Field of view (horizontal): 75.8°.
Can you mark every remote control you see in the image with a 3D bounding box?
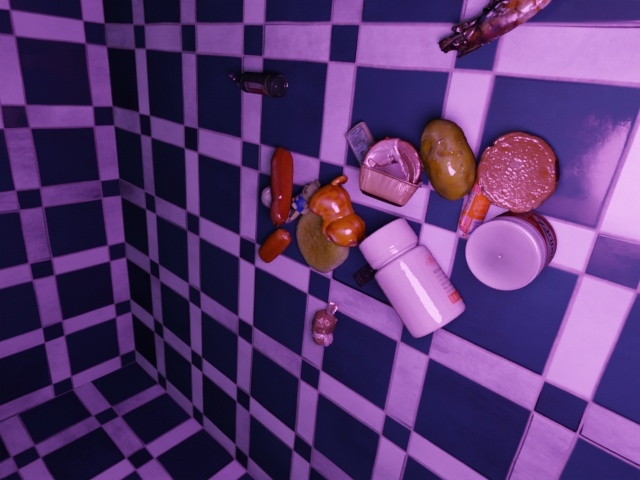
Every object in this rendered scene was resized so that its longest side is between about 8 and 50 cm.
[{"bbox_3d":[0.177,-0.314,1.509,0.098,0.038,0.233,-34,79,42],"label":"remote control"}]

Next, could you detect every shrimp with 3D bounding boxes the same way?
[{"bbox_3d":[0.473,-0.666,1.118,0.365,0.071,0.232,-21,79,44],"label":"shrimp"}]

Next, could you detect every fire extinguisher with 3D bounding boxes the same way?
[{"bbox_3d":[-0.275,-0.674,1.770,0.295,0.118,0.093,22,82,36],"label":"fire extinguisher"}]

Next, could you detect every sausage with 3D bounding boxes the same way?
[{"bbox_3d":[0.485,-0.110,1.269,0.071,0.071,0.234,31,122,32],"label":"sausage"},{"bbox_3d":[-0.216,0.023,1.935,0.238,0.098,0.098,-43,74,43],"label":"sausage"},{"bbox_3d":[-0.166,-0.228,1.762,0.097,0.094,0.347,171,101,-65],"label":"sausage"}]

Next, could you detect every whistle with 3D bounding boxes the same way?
[{"bbox_3d":[-0.067,-0.166,1.733,0.227,0.085,0.105,-45,28,35],"label":"whistle"}]

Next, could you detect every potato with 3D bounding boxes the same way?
[{"bbox_3d":[0.387,-0.247,1.239,0.149,0.186,0.253,-19,94,1],"label":"potato"}]

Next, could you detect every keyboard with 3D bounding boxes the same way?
[{"bbox_3d":[0.205,0.116,1.634,0.204,0.013,0.061,-44,73,41],"label":"keyboard"}]

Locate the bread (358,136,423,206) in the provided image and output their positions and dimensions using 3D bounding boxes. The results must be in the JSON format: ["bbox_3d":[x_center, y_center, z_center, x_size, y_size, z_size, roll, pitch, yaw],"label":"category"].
[{"bbox_3d":[0.240,-0.235,1.382,0.225,0.142,0.211,23,107,12],"label":"bread"}]

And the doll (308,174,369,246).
[{"bbox_3d":[0.070,-0.094,1.591,0.162,0.167,0.269,-27,87,43],"label":"doll"}]

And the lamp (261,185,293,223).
[{"bbox_3d":[-0.187,-0.164,1.851,0.193,0.106,0.106,48,130,7],"label":"lamp"}]

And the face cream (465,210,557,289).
[{"bbox_3d":[0.545,0.022,1.174,0.201,0.187,0.200,14,112,39],"label":"face cream"}]

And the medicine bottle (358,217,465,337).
[{"bbox_3d":[0.306,0.125,1.410,0.211,0.211,0.371,-42,74,41],"label":"medicine bottle"}]

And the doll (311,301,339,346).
[{"bbox_3d":[0.016,0.370,1.821,0.115,0.105,0.221,32,124,33],"label":"doll"}]

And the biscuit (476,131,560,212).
[{"bbox_3d":[0.549,-0.190,1.152,0.226,0.042,0.225,0,92,16],"label":"biscuit"}]

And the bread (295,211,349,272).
[{"bbox_3d":[-0.002,-0.006,1.764,0.302,0.045,0.300,12,109,39],"label":"bread"}]
